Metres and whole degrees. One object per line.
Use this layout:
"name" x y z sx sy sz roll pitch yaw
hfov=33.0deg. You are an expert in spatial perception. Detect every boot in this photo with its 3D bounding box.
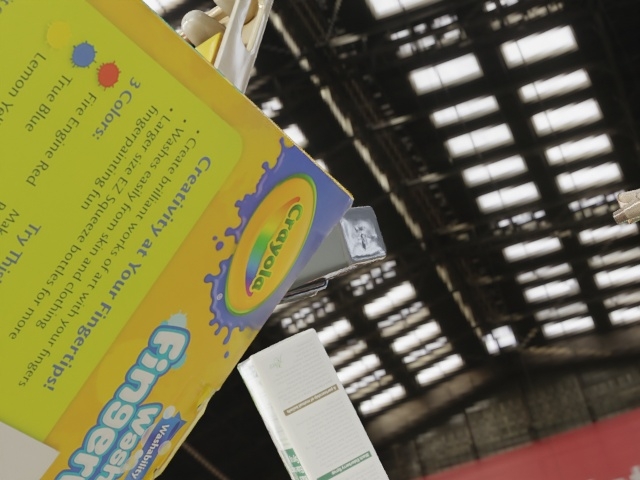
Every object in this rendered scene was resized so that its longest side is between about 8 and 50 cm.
"boot" 0.423 -0.054 1.376 0.087 0.042 0.118 -30 4 29

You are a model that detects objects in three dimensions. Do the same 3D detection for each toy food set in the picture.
"toy food set" -0.174 -0.174 1.116 0.306 0.219 0.092 -23 -48 41

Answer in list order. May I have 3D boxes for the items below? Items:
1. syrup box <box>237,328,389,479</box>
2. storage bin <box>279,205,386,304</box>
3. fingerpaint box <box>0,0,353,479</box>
"syrup box" -0.008 0.241 1.379 0.096 0.236 0.093 -24 -6 -19
"storage bin" 0.000 0.000 1.048 0.091 0.098 0.135 -18 -4 22
"fingerpaint box" -0.239 0.043 0.697 0.444 0.163 0.371 -56 -40 -4
